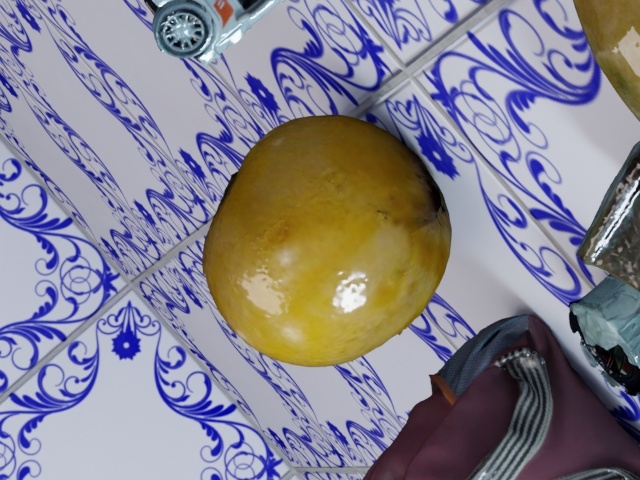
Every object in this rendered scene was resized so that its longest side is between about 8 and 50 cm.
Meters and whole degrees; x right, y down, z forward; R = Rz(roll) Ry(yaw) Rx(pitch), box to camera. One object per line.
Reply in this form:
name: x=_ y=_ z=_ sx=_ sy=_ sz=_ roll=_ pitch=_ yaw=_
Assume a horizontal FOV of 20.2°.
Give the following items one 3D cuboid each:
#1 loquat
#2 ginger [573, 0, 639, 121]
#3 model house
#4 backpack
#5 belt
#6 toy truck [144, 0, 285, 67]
loquat: x=0.000 y=0.000 z=1.827 sx=0.263 sy=0.263 sz=0.263 roll=44 pitch=165 yaw=15
ginger: x=0.311 y=-0.051 z=1.089 sx=0.363 sy=0.122 sz=0.348 roll=11 pitch=133 yaw=51
model house: x=0.281 y=0.002 z=1.382 sx=0.152 sy=0.106 sz=0.165 roll=35 pitch=-160 yaw=5
backpack: x=0.183 y=0.268 z=1.870 sx=0.283 sy=0.317 sz=0.197 roll=48 pitch=167 yaw=4
belt: x=0.279 y=0.084 z=1.641 sx=0.105 sy=0.058 sz=0.140 roll=50 pitch=170 yaw=15
toy truck: x=-0.143 y=-0.317 z=1.607 sx=0.305 sy=0.162 sz=0.136 roll=53 pitch=-172 yaw=-26
